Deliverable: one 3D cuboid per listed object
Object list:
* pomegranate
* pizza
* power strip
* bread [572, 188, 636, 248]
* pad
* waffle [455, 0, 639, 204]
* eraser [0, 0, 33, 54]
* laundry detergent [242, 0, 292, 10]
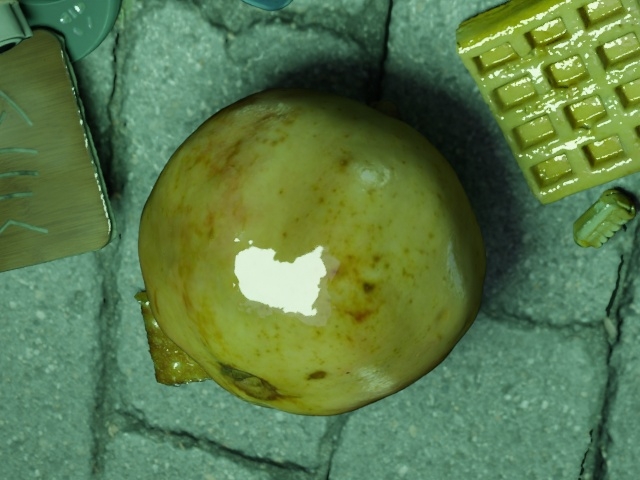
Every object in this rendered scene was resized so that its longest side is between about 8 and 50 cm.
[{"bbox_3d":[0.000,0.000,1.935,0.411,0.411,0.411,7,119,13],"label":"pomegranate"},{"bbox_3d":[-0.180,0.143,2.245,0.178,0.041,0.131,24,118,3],"label":"pizza"},{"bbox_3d":[-0.365,-0.295,2.057,0.253,0.054,0.167,5,118,12],"label":"power strip"},{"bbox_3d":[0.340,-0.025,2.010,0.049,0.034,0.088,27,126,-16],"label":"bread"},{"bbox_3d":[-0.410,-0.102,2.089,0.286,0.018,0.284,-12,97,22],"label":"pad"},{"bbox_3d":[0.304,-0.180,1.925,0.221,0.055,0.248,-22,109,25],"label":"waffle"},{"bbox_3d":[-0.482,-0.338,1.974,0.171,0.087,0.290,-27,89,-5],"label":"eraser"},{"bbox_3d":[-0.037,-0.408,1.878,0.143,0.094,0.290,29,122,-3],"label":"laundry detergent"}]
